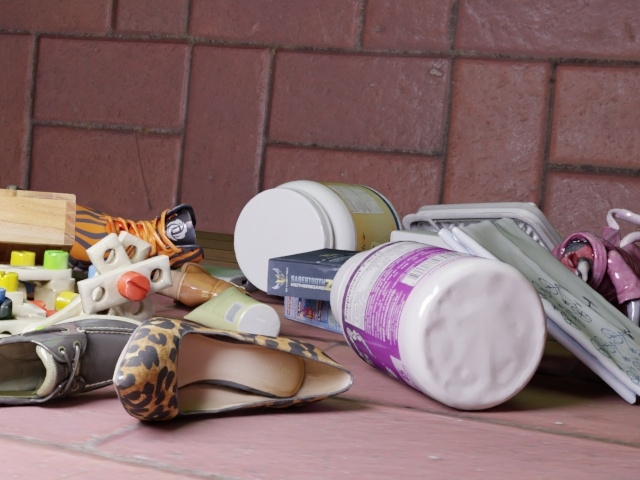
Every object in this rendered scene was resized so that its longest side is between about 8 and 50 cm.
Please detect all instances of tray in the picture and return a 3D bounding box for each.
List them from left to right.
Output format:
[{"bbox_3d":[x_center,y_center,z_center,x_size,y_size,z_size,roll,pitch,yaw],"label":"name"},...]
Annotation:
[{"bbox_3d":[-0.468,0.010,1.404,0.203,0.076,0.411,4,-15,-19],"label":"tray"}]

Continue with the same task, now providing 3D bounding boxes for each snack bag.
[{"bbox_3d":[0.334,0.076,1.366,0.323,0.037,0.342,42,19,17],"label":"snack bag"}]

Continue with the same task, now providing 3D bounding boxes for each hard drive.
[{"bbox_3d":[-0.291,0.068,1.949,0.308,0.040,0.203,7,4,14],"label":"hard drive"}]

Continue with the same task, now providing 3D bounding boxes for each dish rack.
[{"bbox_3d":[0.352,0.018,1.971,0.333,0.072,0.285,1,-40,49],"label":"dish rack"}]

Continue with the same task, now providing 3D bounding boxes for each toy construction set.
[{"bbox_3d":[-0.313,0.074,1.116,0.215,0.151,0.328,2,-6,-40],"label":"toy construction set"}]

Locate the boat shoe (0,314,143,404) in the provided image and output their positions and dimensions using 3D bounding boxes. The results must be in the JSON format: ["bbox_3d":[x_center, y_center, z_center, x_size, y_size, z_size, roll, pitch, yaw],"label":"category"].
[{"bbox_3d":[-0.259,0.119,0.942,0.224,0.080,0.073,-2,12,-24],"label":"boat shoe"}]

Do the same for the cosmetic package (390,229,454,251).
[{"bbox_3d":[0.235,0.064,1.849,0.184,0.151,0.151,8,4,31],"label":"cosmetic package"}]

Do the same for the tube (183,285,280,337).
[{"bbox_3d":[-0.125,0.104,1.441,0.070,0.062,0.240,11,0,-24],"label":"tube"}]

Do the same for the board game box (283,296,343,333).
[{"bbox_3d":[0.047,0.109,1.621,0.194,0.060,0.194,9,5,38],"label":"board game box"}]

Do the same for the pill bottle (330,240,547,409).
[{"bbox_3d":[0.121,0.088,1.199,0.169,0.169,0.301,4,4,-20],"label":"pill bottle"}]

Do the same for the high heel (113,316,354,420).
[{"bbox_3d":[-0.075,0.124,0.940,0.186,0.093,0.261,4,-3,11],"label":"high heel"}]

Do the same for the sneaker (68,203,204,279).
[{"bbox_3d":[-0.310,-0.016,1.690,0.180,0.124,0.321,-20,-16,19],"label":"sneaker"}]

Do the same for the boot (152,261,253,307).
[{"bbox_3d":[-0.173,0.089,1.656,0.152,0.073,0.197,14,4,15],"label":"boot"}]

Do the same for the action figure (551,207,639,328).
[{"bbox_3d":[0.494,0.052,1.682,0.248,0.275,0.370,16,-4,40],"label":"action figure"}]

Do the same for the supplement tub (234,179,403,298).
[{"bbox_3d":[0.000,0.000,1.937,0.228,0.228,0.316,7,4,30],"label":"supplement tub"}]

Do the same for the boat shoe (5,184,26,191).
[{"bbox_3d":[-0.481,-0.005,1.729,0.130,0.132,0.355,13,-11,-7],"label":"boat shoe"}]

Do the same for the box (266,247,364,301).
[{"bbox_3d":[0.047,0.053,1.549,0.183,0.059,0.233,5,5,23],"label":"box"}]
